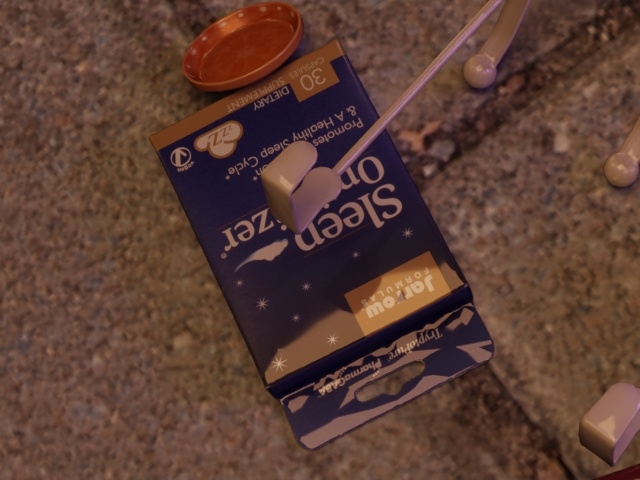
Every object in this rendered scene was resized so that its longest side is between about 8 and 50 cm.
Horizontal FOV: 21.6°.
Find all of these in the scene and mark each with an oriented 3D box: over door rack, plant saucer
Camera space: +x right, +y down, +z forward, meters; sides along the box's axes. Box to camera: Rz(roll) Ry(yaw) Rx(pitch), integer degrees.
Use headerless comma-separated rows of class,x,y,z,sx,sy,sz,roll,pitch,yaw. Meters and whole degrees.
over door rack,0.154,-0.041,0.956,0.239,0.108,0.324,36,61,20
plant saucer,-0.048,-0.122,1.075,0.083,0.013,0.083,-19,37,15

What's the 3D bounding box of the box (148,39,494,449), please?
box,0.000,0.000,1.028,0.136,0.036,0.225,-27,69,1

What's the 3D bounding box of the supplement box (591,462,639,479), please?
supplement box,0.086,0.194,0.889,0.239,0.130,0.073,-20,69,3
